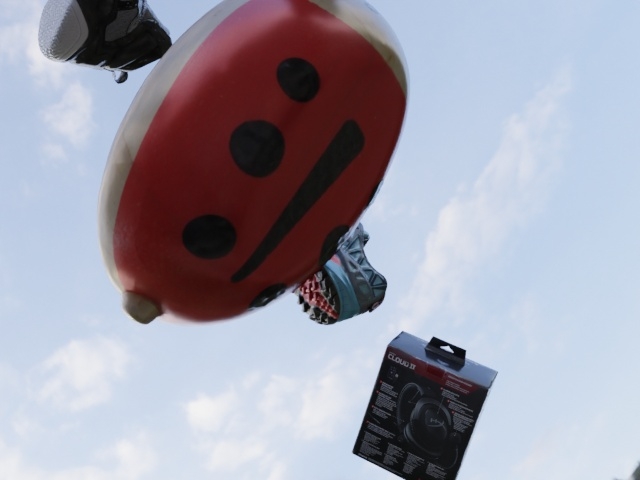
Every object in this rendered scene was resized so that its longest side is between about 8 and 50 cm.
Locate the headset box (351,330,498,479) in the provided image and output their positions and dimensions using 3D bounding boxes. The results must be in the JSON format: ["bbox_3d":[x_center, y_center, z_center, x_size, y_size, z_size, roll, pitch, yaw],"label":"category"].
[{"bbox_3d":[0.061,0.097,0.431,0.032,0.062,0.083,-22,-49,-65],"label":"headset box"}]

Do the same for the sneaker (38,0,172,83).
[{"bbox_3d":[-0.254,-0.338,0.994,0.153,0.101,0.269,20,-68,-47],"label":"sneaker"}]

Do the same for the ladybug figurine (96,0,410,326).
[{"bbox_3d":[-0.047,-0.087,0.797,0.449,0.162,0.305,-56,-46,-15],"label":"ladybug figurine"}]

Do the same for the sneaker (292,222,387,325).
[{"bbox_3d":[0.000,0.000,1.001,0.125,0.262,0.104,-6,-35,-34],"label":"sneaker"}]
